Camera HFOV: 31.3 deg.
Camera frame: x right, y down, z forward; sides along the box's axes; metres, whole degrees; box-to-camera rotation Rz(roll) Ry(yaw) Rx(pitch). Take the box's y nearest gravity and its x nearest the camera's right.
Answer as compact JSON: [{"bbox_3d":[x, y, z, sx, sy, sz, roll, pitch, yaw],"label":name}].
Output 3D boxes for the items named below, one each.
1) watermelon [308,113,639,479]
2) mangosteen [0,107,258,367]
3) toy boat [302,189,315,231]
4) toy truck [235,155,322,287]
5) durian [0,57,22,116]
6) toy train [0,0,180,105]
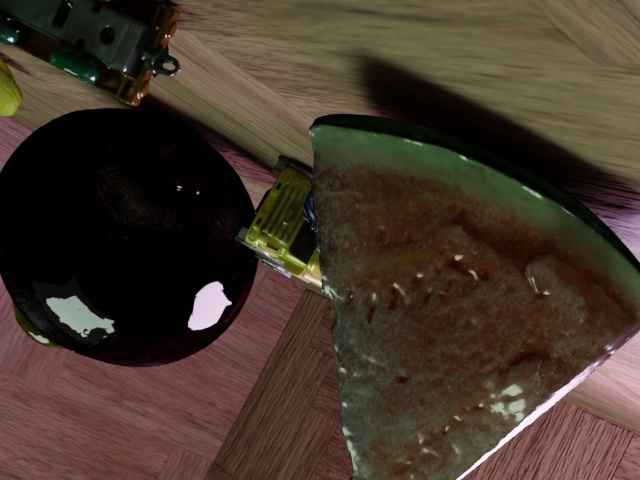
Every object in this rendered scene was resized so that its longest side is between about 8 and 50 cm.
[{"bbox_3d":[0.109,0.051,0.900,0.283,0.292,0.250,26,-156,16],"label":"watermelon"},{"bbox_3d":[-0.295,0.020,1.625,0.382,0.435,0.382,26,-140,-24],"label":"mangosteen"},{"bbox_3d":[0.133,0.001,1.272,0.318,0.072,0.219,16,168,20],"label":"toy boat"},{"bbox_3d":[0.000,0.000,1.490,0.157,0.124,0.272,27,175,11],"label":"toy truck"},{"bbox_3d":[-0.599,-0.288,1.888,0.250,0.101,0.139,33,173,-41],"label":"durian"},{"bbox_3d":[-0.212,-0.191,0.974,0.228,0.091,0.136,26,-175,8],"label":"toy train"}]
